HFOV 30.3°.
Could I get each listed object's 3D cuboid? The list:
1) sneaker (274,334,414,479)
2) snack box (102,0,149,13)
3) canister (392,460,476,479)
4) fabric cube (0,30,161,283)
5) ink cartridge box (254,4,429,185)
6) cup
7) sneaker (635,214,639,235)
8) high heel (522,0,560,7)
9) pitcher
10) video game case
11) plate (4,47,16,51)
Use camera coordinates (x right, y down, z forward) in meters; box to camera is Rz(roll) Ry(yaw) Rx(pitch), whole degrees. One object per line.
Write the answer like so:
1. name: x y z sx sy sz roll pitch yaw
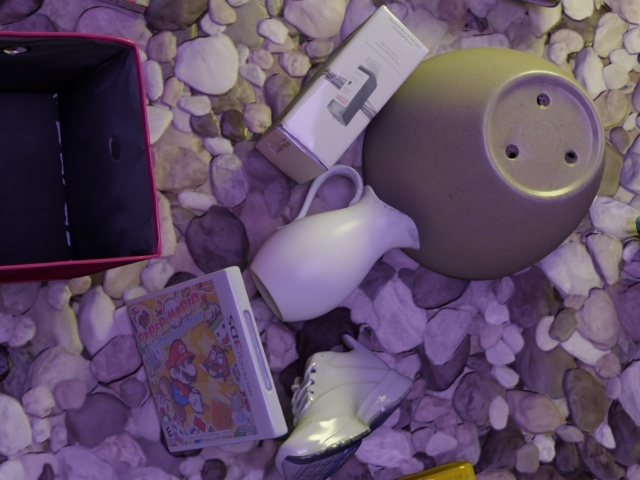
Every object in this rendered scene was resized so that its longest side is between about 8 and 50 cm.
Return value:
1. sneaker: 0.008 0.215 1.497 0.129 0.297 0.111 44 116 7
2. snack box: -0.262 -0.385 1.571 0.100 0.037 0.141 16 80 -14
3. canister: 0.167 0.394 1.589 0.126 0.073 0.170 -14 87 -16
4. fabric cube: -0.362 -0.083 1.369 0.254 0.258 0.259 -4 86 -33
5. ink cartridge box: 0.025 -0.187 1.564 0.092 0.158 0.218 43 76 -8
6. cup: 0.246 -0.119 1.577 0.331 0.237 0.331 2 84 -14
7. sneaker: 0.616 0.030 1.718 0.341 0.125 0.139 11 87 -11
8. high heel: 0.218 -0.365 1.664 0.261 0.093 0.186 -35 88 -24
9. pitcher: 0.000 0.000 1.569 0.207 0.125 0.178 -33 57 -12
10. video game case: -0.146 0.152 1.459 0.026 0.227 0.206 -16 88 -42
11. plate: -0.459 -0.219 1.428 0.188 0.188 0.024 -6 97 -15
